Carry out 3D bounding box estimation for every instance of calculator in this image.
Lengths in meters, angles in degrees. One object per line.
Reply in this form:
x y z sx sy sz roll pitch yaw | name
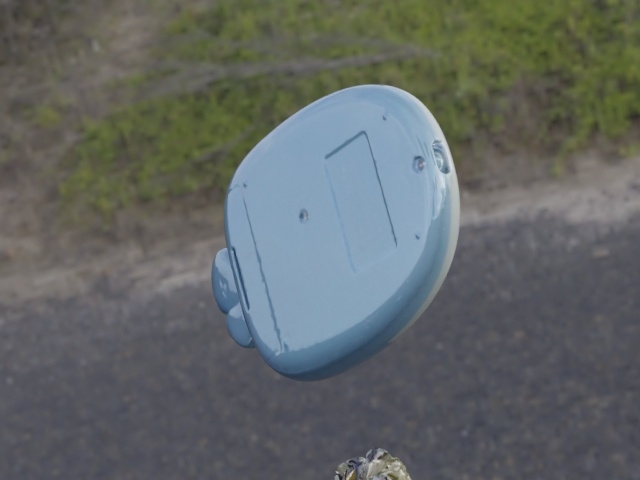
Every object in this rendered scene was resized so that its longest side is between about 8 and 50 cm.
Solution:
0.000 0.000 1.233 0.042 0.188 0.302 -4 -20 -38 | calculator

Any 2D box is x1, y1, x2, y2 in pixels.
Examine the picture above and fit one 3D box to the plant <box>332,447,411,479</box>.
0.005 0.177 1.049 0.104 0.122 0.116 -17 52 24 | plant
